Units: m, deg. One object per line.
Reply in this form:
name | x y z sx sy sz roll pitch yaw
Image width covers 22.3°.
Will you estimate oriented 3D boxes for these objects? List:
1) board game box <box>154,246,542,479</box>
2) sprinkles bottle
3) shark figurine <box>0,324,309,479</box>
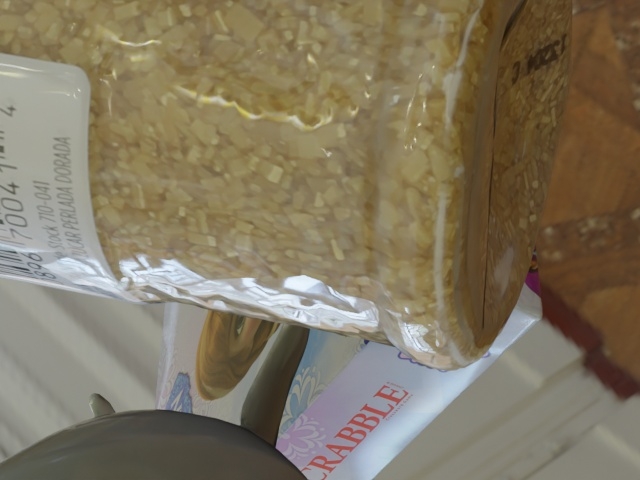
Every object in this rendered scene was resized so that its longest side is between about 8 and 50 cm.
board game box | 0.000 0.000 0.922 0.318 0.066 0.319 -51 27 40
sprinkles bottle | -0.116 -0.054 0.442 0.355 0.121 0.121 10 121 18
shark figurine | -0.051 0.110 0.572 0.116 0.278 0.166 32 103 35
